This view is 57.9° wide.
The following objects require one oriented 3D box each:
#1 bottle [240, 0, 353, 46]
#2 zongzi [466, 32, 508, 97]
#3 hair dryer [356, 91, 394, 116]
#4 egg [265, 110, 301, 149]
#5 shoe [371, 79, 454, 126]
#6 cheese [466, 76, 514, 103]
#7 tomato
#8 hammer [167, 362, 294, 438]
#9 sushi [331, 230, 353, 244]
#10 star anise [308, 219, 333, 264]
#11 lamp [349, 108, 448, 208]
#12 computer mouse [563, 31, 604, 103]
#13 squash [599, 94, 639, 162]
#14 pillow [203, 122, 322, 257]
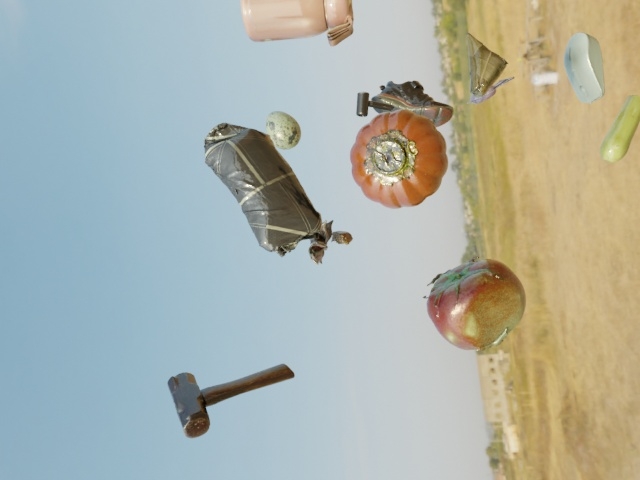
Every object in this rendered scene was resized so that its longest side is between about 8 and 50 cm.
[{"bbox_3d":[-0.056,-0.625,1.585,0.173,0.297,0.206,63,-153,-72],"label":"bottle"},{"bbox_3d":[0.509,-0.576,1.907,0.160,0.176,0.078,-52,5,-16],"label":"zongzi"},{"bbox_3d":[0.113,-0.276,1.193,0.026,0.083,0.047,-174,88,-66],"label":"hair dryer"},{"bbox_3d":[-0.151,-0.442,2.308,0.172,0.132,0.132,56,-171,14],"label":"egg"},{"bbox_3d":[0.329,-0.486,2.032,0.114,0.291,0.137,75,-142,-63],"label":"shoe"},{"bbox_3d":[0.644,-0.572,2.214,0.042,0.191,0.105,61,169,-14],"label":"cheese"},{"bbox_3d":[0.485,0.204,1.817,0.239,0.304,0.303,56,-160,-9],"label":"tomato"},{"bbox_3d":[-0.289,0.488,1.932,0.242,0.409,0.095,-132,29,-57],"label":"hammer"},{"bbox_3d":[0.079,-0.011,2.203,0.055,0.120,0.052,-23,-68,-29],"label":"sushi"},{"bbox_3d":[0.000,0.000,2.116,0.204,0.061,0.180,-31,-39,-72],"label":"star anise"},{"bbox_3d":[0.175,-0.181,1.301,0.196,0.223,0.223,-10,-87,-69],"label":"lamp"},{"bbox_3d":[0.848,-0.555,1.874,0.128,0.079,0.230,-161,57,-79],"label":"computer mouse"},{"bbox_3d":[0.959,-0.357,1.831,0.250,0.083,0.083,-61,-23,-9],"label":"squash"},{"bbox_3d":[-0.129,-0.122,1.263,0.335,0.162,0.092,58,154,13],"label":"pillow"}]
